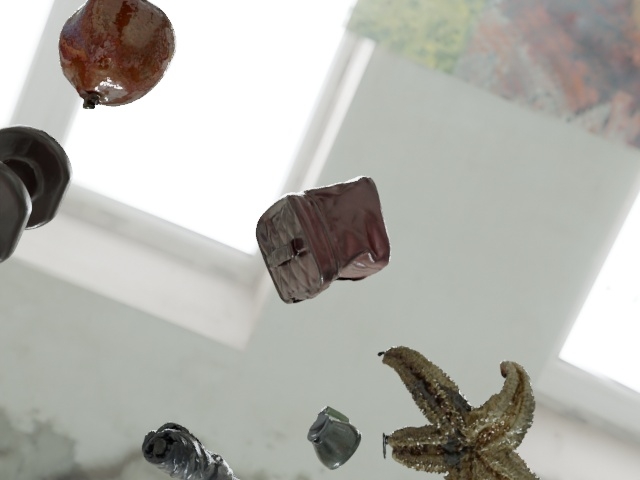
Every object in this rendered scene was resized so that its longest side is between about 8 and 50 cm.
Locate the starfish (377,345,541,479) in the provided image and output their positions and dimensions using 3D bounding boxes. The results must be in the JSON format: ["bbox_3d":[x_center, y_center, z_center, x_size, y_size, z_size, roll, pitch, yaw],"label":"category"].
[{"bbox_3d":[0.194,0.289,2.170,0.303,0.312,0.113,-5,-172,40],"label":"starfish"}]

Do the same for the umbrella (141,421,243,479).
[{"bbox_3d":[-0.149,0.291,2.063,0.071,0.071,0.248,35,178,34],"label":"umbrella"}]

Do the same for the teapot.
[{"bbox_3d":[0.017,0.258,2.129,0.057,0.066,0.088,42,-148,-18],"label":"teapot"}]

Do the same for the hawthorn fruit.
[{"bbox_3d":[-0.302,-0.274,2.348,0.169,0.188,0.169,13,151,7],"label":"hawthorn fruit"}]

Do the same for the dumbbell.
[{"bbox_3d":[-0.395,-0.057,1.958,0.124,0.140,0.225,25,-164,0],"label":"dumbbell"}]

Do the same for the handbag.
[{"bbox_3d":[0.000,0.000,2.211,0.135,0.146,0.225,-17,177,-21],"label":"handbag"}]
